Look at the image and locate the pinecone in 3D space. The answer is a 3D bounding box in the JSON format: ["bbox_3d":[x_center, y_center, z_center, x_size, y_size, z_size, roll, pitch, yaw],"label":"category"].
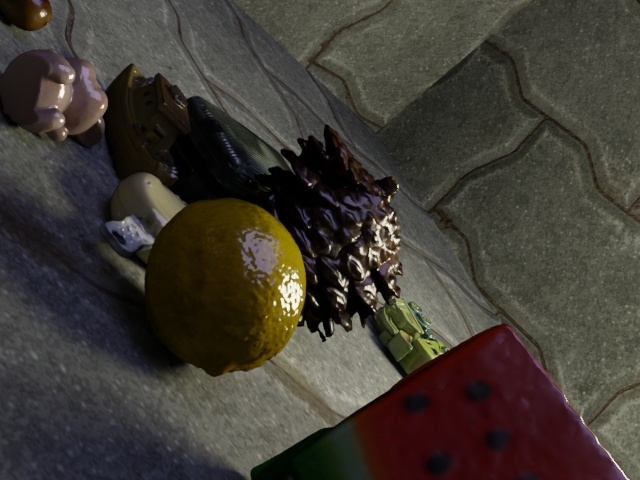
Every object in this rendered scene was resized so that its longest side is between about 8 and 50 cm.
[{"bbox_3d":[-0.005,0.002,1.623,0.298,0.296,0.242,56,-23,-19],"label":"pinecone"}]

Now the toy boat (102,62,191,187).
[{"bbox_3d":[-0.256,-0.176,1.622,0.089,0.121,0.321,48,12,-35],"label":"toy boat"}]

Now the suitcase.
[{"bbox_3d":[-0.134,-0.101,1.795,0.312,0.128,0.202,32,20,-52],"label":"suitcase"}]

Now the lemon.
[{"bbox_3d":[-0.113,0.053,1.279,0.192,0.192,0.231,35,46,-49],"label":"lemon"}]

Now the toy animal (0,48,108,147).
[{"bbox_3d":[-0.330,-0.192,1.426,0.124,0.124,0.212,53,17,12],"label":"toy animal"}]

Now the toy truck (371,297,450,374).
[{"bbox_3d":[0.171,0.192,2.097,0.116,0.085,0.191,20,28,-47],"label":"toy truck"}]

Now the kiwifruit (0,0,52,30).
[{"bbox_3d":[-0.451,-0.363,1.592,0.124,0.075,0.075,46,13,-1],"label":"kiwifruit"}]

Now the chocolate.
[{"bbox_3d":[0.158,0.301,1.161,0.360,0.341,0.161,55,-20,17],"label":"chocolate"}]

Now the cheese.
[{"bbox_3d":[-0.208,-0.002,1.396,0.163,0.071,0.249,46,14,-18],"label":"cheese"}]
